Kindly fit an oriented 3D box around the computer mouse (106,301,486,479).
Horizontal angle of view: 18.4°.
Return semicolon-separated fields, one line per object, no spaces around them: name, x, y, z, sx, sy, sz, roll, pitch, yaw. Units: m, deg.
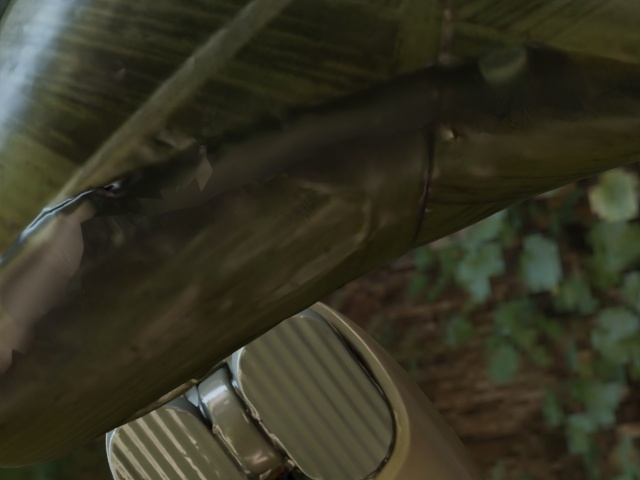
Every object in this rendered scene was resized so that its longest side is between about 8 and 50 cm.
computer mouse;0.001;0.129;0.935;0.236;0.145;0.082;55;-175;-36

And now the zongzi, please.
zongzi;-0.002;0.002;0.484;0.205;0.204;0.094;-61;-20;-2
